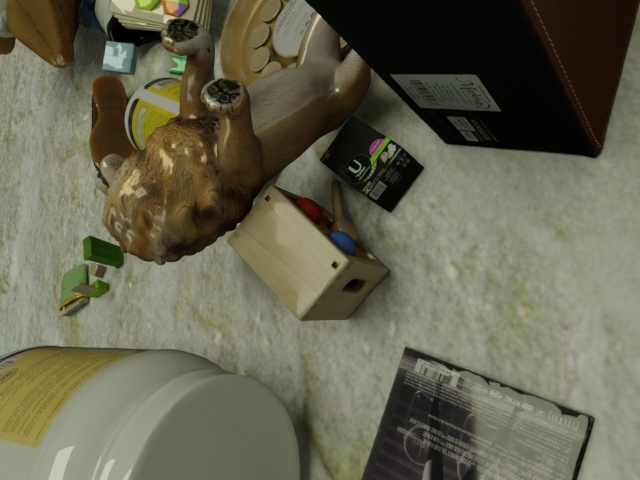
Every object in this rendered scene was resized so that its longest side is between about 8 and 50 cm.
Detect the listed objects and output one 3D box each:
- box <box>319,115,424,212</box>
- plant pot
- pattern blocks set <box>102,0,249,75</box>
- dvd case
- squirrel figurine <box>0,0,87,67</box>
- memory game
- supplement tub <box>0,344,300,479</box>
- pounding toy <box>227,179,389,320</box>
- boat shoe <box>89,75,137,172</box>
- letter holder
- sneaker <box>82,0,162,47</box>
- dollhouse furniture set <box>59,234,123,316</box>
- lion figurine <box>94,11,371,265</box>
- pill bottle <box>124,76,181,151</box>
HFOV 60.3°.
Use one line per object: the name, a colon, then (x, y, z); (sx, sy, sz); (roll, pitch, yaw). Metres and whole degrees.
box: (0.053, -0.081, 0.582); (0.062, 0.052, 0.083); (-53, 50, 8)
plant pot: (-0.041, -0.296, 0.745); (0.236, 0.032, 0.236); (-13, 67, 34)
pattern blocks set: (-0.229, -0.409, 0.832); (0.285, 0.026, 0.324); (-2, 90, 6)
dvd case: (0.108, 0.219, 0.454); (0.164, 0.018, 0.221); (15, 82, 38)
squirrel figurine: (-0.545, -0.539, 1.008); (0.281, 0.397, 0.370); (2, 30, 5)
memory game: (-0.020, -0.270, 0.691); (0.186, 0.012, 0.186); (-13, 67, 33)
supplement tub: (-0.211, 0.228, 0.548); (0.331, 0.241, 0.241); (-6, 70, 35)
pounding toy: (0.000, 0.000, 0.556); (0.130, 0.141, 0.100); (45, 103, 24)
boat shoe: (-0.342, -0.176, 0.912); (0.073, 0.073, 0.207); (116, 148, -53)
letter holder: (0.129, -0.226, 0.414); (0.152, 0.302, 0.214); (14, 82, 40)
sneaker: (-0.271, -0.440, 0.924); (0.315, 0.127, 0.182); (-47, 55, 23)
dollhouse furniture set: (-0.377, 0.054, 0.855); (0.152, 0.058, 0.076); (-31, 57, 25)
lion figurine: (-0.043, -0.130, 0.553); (0.392, 0.240, 0.142); (-32, 69, -22)
pill bottle: (-0.155, -0.136, 0.717); (0.208, 0.119, 0.119); (28, 92, 40)
